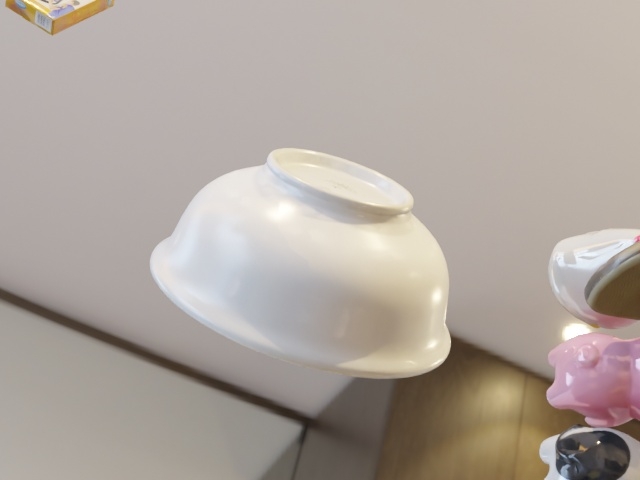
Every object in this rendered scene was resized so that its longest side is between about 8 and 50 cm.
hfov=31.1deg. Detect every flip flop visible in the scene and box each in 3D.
[{"bbox_3d":[0.361,0.070,0.979,0.277,0.080,0.112,19,-45,-10],"label":"flip flop"}]

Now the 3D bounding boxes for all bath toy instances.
[{"bbox_3d":[0.282,0.137,1.020,0.151,0.348,0.129,20,-33,-24],"label":"bath toy"}]

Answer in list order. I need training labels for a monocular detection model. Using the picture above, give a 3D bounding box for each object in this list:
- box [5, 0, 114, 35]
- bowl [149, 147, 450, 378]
[{"bbox_3d":[-0.330,-0.316,1.487,0.081,0.136,0.028,32,-46,15],"label":"box"},{"bbox_3d":[0.000,0.000,1.079,0.298,0.298,0.134,17,-73,-2],"label":"bowl"}]
